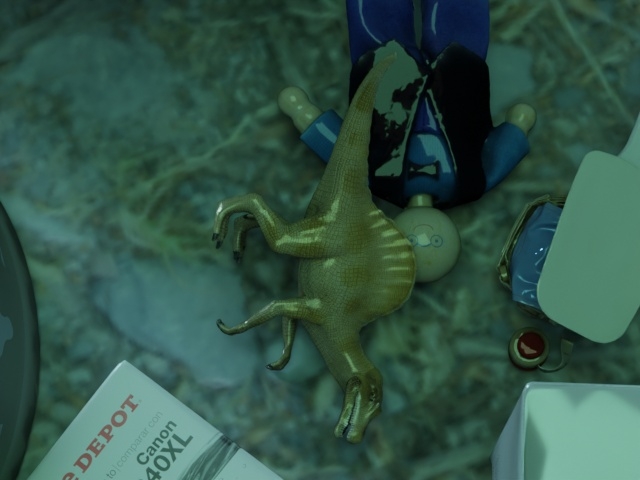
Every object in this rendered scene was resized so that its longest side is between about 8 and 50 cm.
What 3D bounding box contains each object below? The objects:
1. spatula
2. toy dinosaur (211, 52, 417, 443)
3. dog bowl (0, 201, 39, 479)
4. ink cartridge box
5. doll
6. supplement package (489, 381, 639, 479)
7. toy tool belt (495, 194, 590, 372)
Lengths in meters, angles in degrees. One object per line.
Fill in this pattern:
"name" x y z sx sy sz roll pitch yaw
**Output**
"spatula" 0.208 -0.040 0.813 0.168 0.019 0.242 28 75 -12
"toy dinosaur" 0.000 0.000 0.806 0.093 0.053 0.183 3 101 10
"dog bowl" -0.311 0.051 0.786 0.349 0.102 0.348 0 75 1
"ink cartridge box" -0.063 0.143 0.773 0.150 0.063 0.109 36 78 10
"doll" 0.043 -0.072 0.838 0.129 0.046 0.189 -1 81 -9
"supplement package" 0.146 0.169 0.688 0.149 0.203 0.194 1 75 2
"toy tool belt" 0.108 0.018 0.809 0.052 0.051 0.083 18 76 6
